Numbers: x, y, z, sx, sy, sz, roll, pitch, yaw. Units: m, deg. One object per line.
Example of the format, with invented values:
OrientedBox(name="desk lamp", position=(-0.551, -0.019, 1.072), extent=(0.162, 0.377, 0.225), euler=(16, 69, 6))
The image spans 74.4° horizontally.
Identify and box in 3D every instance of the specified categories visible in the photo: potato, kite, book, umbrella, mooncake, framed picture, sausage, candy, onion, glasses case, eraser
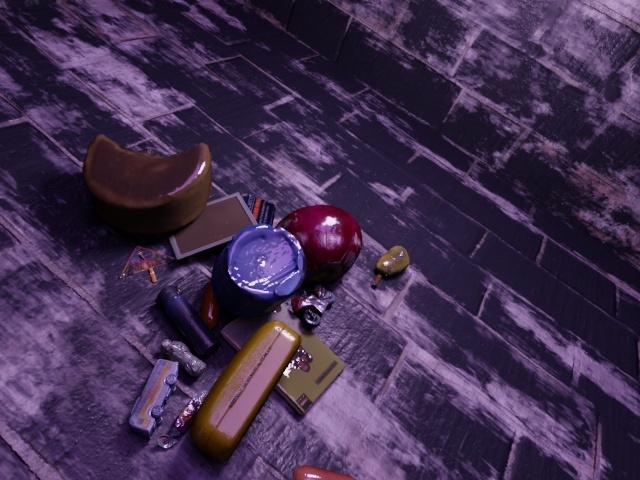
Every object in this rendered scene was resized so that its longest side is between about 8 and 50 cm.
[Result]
OrientedBox(name="potato", position=(0.302, 0.086, 1.749), extent=(0.188, 0.085, 0.105), euler=(-25, 62, -36))
OrientedBox(name="kite", position=(-0.561, 0.073, 1.364), extent=(0.190, 0.010, 0.159), euler=(-22, 62, -39))
OrientedBox(name="book", position=(-0.112, 0.339, 1.324), extent=(0.352, 0.035, 0.239), euler=(41, 42, 14))
OrientedBox(name="umbrella", position=(-0.385, 0.326, 1.175), extent=(0.143, 0.067, 0.062), euler=(38, 72, 2))
OrientedBox(name="mooncake", position=(-0.580, -0.212, 1.433), extent=(0.393, 0.246, 0.394), euler=(-37, 67, -29))
OrientedBox(name="framed picture", position=(-0.386, -0.055, 1.483), extent=(0.296, 0.019, 0.232), euler=(-21, 48, -16))
OrientedBox(name="sausage", position=(-0.342, 0.194, 1.330), extent=(0.062, 0.054, 0.183), euler=(-4, 47, 8))
OrientedBox(name="candy", position=(-0.346, 0.453, 1.085), extent=(0.045, 0.043, 0.175), euler=(40, 42, -2))
OrientedBox(name="onion", position=(0.000, 0.000, 1.539), extent=(0.336, 0.260, 0.282), euler=(15, 49, -23))
OrientedBox(name="glasses case", position=(-0.199, 0.381, 1.121), extent=(0.141, 0.173, 0.371), euler=(31, 55, 8))
OrientedBox(name="sausage", position=(0.017, 0.631, 1.081), extent=(0.194, 0.077, 0.077), euler=(19, 43, -10))
OrientedBox(name="eraser", position=(-0.260, -0.032, 1.554), extent=(0.154, 0.102, 0.332), euler=(16, 43, -12))

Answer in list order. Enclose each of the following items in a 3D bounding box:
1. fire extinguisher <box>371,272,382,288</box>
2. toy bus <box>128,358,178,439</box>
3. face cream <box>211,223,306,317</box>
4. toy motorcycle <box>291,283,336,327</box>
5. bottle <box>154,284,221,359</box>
OrientedBox(name="fire extinguisher", position=(0.228, 0.160, 1.684), extent=(0.028, 0.022, 0.083), euler=(62, 38, -20))
OrientedBox(name="toy bus", position=(-0.422, 0.401, 1.082), extent=(0.075, 0.064, 0.191), euler=(17, 43, -3))
OrientedBox(name="face cream", position=(-0.190, 0.092, 1.287), extent=(0.248, 0.225, 0.249), euler=(11, 63, -23))
OrientedBox(name="toy motorcycle", position=(-0.028, 0.218, 1.456), extent=(0.122, 0.082, 0.213), euler=(38, 31, 5))
OrientedBox(name="bottle", position=(-0.392, 0.235, 1.247), extent=(0.082, 0.072, 0.244), euler=(-41, 72, -15))
